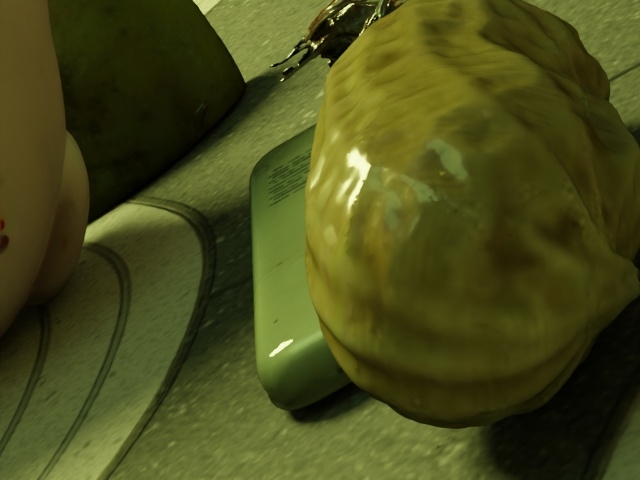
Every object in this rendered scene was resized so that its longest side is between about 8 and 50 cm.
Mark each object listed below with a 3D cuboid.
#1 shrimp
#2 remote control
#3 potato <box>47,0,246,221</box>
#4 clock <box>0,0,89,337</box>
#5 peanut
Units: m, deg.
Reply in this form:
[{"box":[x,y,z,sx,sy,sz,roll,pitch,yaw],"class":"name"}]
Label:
[{"box":[0.050,-0.162,1.208,0.190,0.075,0.073,-26,52,5],"class":"shrimp"},{"box":[0.001,0.000,0.946,0.090,0.038,0.309,-30,21,8],"class":"remote control"},{"box":[-0.231,-0.143,1.326,0.269,0.255,0.112,-34,18,2],"class":"potato"},{"box":[-0.324,-0.077,1.127,0.250,0.368,0.377,-104,30,-63],"class":"clock"},{"box":[0.071,-0.032,0.769,0.153,0.140,0.325,-8,22,15],"class":"peanut"}]
